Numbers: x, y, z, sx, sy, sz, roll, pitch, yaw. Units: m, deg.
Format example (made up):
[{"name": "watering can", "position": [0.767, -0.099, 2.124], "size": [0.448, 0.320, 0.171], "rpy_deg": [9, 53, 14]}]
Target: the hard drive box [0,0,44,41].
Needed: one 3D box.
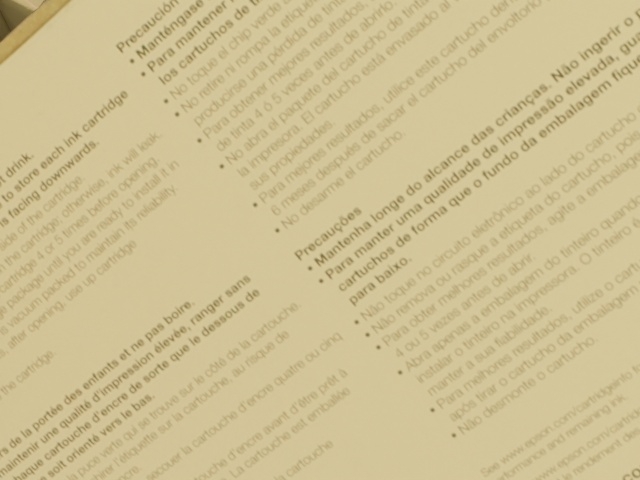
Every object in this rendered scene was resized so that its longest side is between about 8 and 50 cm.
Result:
[{"name": "hard drive box", "position": [-0.038, -0.131, 0.784], "size": [0.181, 0.089, 0.232], "rpy_deg": [28, 58, -19]}]

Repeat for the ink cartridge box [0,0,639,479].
[{"name": "ink cartridge box", "position": [0.000, 0.000, 0.614], "size": [0.330, 0.324, 0.071], "rpy_deg": [51, 23, -4]}]
